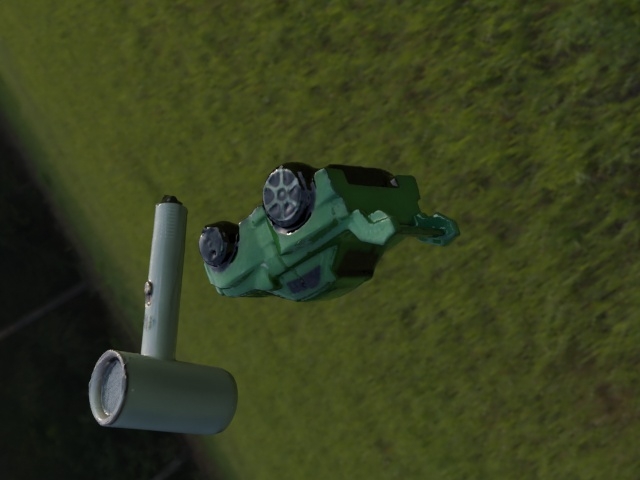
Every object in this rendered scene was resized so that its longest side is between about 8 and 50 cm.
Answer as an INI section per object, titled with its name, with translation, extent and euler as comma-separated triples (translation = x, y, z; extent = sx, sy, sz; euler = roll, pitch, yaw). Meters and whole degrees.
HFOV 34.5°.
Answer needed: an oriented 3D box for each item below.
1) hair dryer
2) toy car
[hair dryer]
translation = -0.149, 0.070, 1.020
extent = 0.073, 0.131, 0.236
euler = -21, 63, 49
[toy car]
translation = 0.000, 0.000, 1.453
extent = 0.359, 0.213, 0.176
euler = -35, 66, 36
